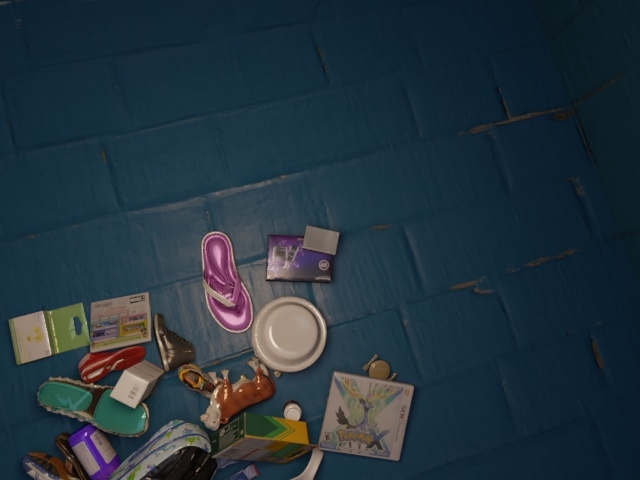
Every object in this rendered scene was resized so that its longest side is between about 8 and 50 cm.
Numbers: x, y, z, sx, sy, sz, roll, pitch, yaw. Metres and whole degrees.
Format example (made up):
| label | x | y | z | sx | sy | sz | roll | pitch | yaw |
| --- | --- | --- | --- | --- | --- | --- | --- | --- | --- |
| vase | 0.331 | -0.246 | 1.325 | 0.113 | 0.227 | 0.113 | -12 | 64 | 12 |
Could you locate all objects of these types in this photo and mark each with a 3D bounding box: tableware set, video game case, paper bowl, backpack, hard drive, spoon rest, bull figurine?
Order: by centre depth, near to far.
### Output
| label | x | y | z | sx | sy | sz | roll | pitch | yaw |
| --- | --- | --- | --- | --- | --- | --- | --- | --- | --- |
| backpack | -0.529 | 0.800 | 1.381 | 0.356 | 0.273 | 0.290 | -38 | 115 | -1 |
| bull figurine | -0.312 | 0.555 | 1.487 | 0.311 | 0.101 | 0.188 | -9 | 81 | -41 |
| spoon rest | -0.080 | 0.911 | 1.513 | 0.137 | 0.084 | 0.276 | 32 | 78 | -1 |
| video game case | -0.750 | 0.306 | 1.523 | 0.213 | 0.023 | 0.193 | -10 | 64 | -9 |
| paper bowl | -0.118 | 0.353 | 1.539 | 0.285 | 0.148 | 0.283 | 4 | 69 | -10 |
| video game case | 0.179 | 0.684 | 1.580 | 0.330 | 0.036 | 0.299 | 12 | 88 | -7 |
| hard drive | 0.000 | 0.000 | 1.596 | 0.135 | 0.022 | 0.094 | 12 | 78 | -5 |
| tableware set | 0.195 | 0.559 | 1.627 | 0.194 | 0.039 | 0.128 | -45 | 100 | -6 |

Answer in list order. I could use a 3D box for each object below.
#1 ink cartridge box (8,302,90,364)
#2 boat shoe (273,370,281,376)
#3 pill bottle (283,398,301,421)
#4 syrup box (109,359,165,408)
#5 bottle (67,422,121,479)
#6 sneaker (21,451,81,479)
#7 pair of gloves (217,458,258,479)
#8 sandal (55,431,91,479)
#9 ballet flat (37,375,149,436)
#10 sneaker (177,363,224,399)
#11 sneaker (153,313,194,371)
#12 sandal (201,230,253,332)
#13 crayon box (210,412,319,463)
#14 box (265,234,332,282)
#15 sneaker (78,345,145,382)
| label | x | y | z | sx | sy | sz | roll | pitch | yaw |
| --- | --- | --- | --- | --- | --- | --- | --- | --- | --- |
| ink cartridge box | -1.000 | 0.341 | 1.500 | 0.236 | 0.056 | 0.170 | -15 | 83 | -7 |
| boat shoe | -0.163 | 0.466 | 1.592 | 0.049 | 0.043 | 0.136 | 7 | 79 | -4 |
| pill bottle | -0.107 | 0.647 | 1.531 | 0.067 | 0.120 | 0.066 | 1 | 80 | -8 |
| syrup box | -0.634 | 0.499 | 1.427 | 0.097 | 0.237 | 0.093 | 28 | 79 | -2 |
| bottle | -0.770 | 0.779 | 1.426 | 0.092 | 0.118 | 0.282 | -31 | 92 | -12 |
| sneaker | -0.924 | 0.858 | 1.399 | 0.297 | 0.112 | 0.130 | 35 | 79 | 0 |
| pair of gloves | -0.329 | 0.859 | 1.521 | 0.160 | 0.023 | 0.198 | -30 | 85 | -9 |
| sandal | -0.869 | 0.782 | 1.431 | 0.060 | 0.090 | 0.219 | -42 | 89 | -2 |
| ballet flat | -0.787 | 0.580 | 1.446 | 0.410 | 0.147 | 0.146 | 19 | 79 | 3 |
| sneaker | -0.436 | 0.544 | 1.517 | 0.226 | 0.093 | 0.087 | 29 | 79 | -7 |
| sneaker | -0.562 | 0.376 | 1.548 | 0.118 | 0.083 | 0.221 | -12 | 74 | -30 |
| sandal | -0.384 | 0.164 | 1.580 | 0.170 | 0.102 | 0.415 | -19 | 84 | -10 |
| crayon box | -0.192 | 0.704 | 1.431 | 0.323 | 0.203 | 0.083 | 28 | 33 | -35 |
| box | -0.086 | 0.077 | 1.635 | 0.262 | 0.103 | 0.184 | 2 | 84 | -7 |
| sneaker | -0.778 | 0.427 | 1.499 | 0.221 | 0.128 | 0.086 | -15 | 117 | -42 |
